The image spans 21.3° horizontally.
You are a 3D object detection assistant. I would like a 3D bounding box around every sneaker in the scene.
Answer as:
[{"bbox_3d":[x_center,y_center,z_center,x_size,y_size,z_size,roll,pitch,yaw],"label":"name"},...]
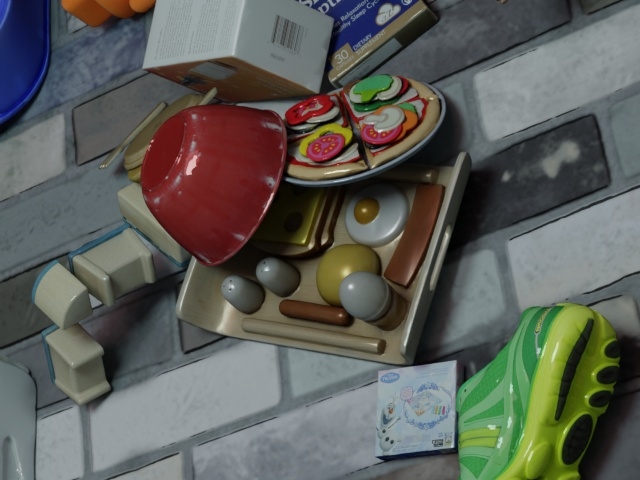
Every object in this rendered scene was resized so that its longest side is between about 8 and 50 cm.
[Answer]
[{"bbox_3d":[0.178,0.194,1.579,0.295,0.109,0.123,-62,28,-3],"label":"sneaker"}]

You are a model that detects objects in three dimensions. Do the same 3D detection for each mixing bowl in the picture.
[{"bbox_3d":[-0.127,-0.073,1.795,0.181,0.098,0.181,-40,37,40],"label":"mixing bowl"}]

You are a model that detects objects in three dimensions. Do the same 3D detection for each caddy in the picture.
[{"bbox_3d":[-0.474,-0.293,2.189,0.241,0.179,0.341,-7,63,5],"label":"caddy"}]

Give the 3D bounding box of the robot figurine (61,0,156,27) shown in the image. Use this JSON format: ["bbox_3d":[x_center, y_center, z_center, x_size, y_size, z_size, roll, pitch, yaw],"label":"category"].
[{"bbox_3d":[-0.230,-0.361,2.080,0.219,0.128,0.158,-39,21,13],"label":"robot figurine"}]

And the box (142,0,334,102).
[{"bbox_3d":[-0.093,-0.219,1.893,0.170,0.130,0.091,-1,75,50],"label":"box"}]

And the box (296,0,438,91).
[{"bbox_3d":[0.030,-0.288,1.931,0.136,0.036,0.225,-37,52,14],"label":"box"}]

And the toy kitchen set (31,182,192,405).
[{"bbox_3d":[-0.230,0.056,1.931,0.207,0.166,0.122,-29,46,-26],"label":"toy kitchen set"}]

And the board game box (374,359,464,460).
[{"bbox_3d":[0.098,0.168,1.682,0.090,0.020,0.090,-10,64,30],"label":"board game box"}]

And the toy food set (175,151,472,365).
[{"bbox_3d":[0.000,0.000,1.779,0.306,0.092,0.220,8,74,36],"label":"toy food set"}]

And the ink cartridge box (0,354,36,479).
[{"bbox_3d":[-0.532,0.299,1.954,0.395,0.166,0.285,-19,60,26],"label":"ink cartridge box"}]

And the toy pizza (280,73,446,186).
[{"bbox_3d":[0.033,-0.124,1.791,0.201,0.032,0.201,-15,31,9],"label":"toy pizza"}]

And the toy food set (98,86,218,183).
[{"bbox_3d":[-0.176,-0.115,1.948,0.132,0.038,0.192,-48,18,-17],"label":"toy food set"}]

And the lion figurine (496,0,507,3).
[{"bbox_3d":[0.197,-0.350,1.775,0.240,0.142,0.392,-37,37,-27],"label":"lion figurine"}]
